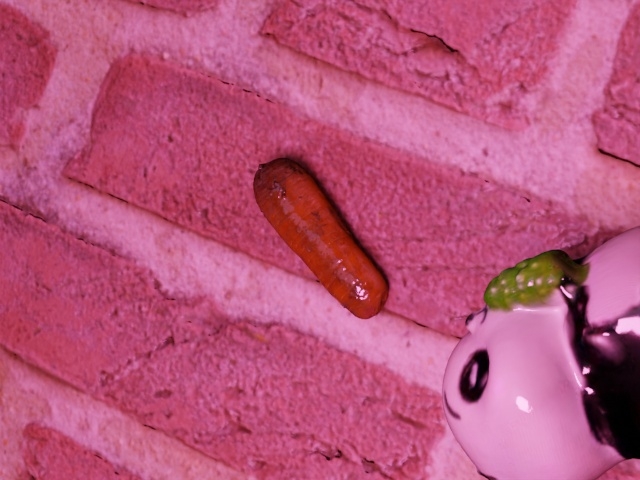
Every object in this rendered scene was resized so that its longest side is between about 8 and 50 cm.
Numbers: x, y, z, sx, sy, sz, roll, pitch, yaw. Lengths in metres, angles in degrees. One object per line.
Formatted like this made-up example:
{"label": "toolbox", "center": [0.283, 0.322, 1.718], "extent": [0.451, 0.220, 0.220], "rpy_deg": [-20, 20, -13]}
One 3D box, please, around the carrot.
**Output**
{"label": "carrot", "center": [0.000, 0.000, 1.760], "extent": [0.060, 0.060, 0.186], "rpy_deg": [-43, 72, 20]}

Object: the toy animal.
{"label": "toy animal", "center": [0.225, 0.094, 1.534], "extent": [0.267, 0.212, 0.212], "rpy_deg": [-17, 77, 21]}
